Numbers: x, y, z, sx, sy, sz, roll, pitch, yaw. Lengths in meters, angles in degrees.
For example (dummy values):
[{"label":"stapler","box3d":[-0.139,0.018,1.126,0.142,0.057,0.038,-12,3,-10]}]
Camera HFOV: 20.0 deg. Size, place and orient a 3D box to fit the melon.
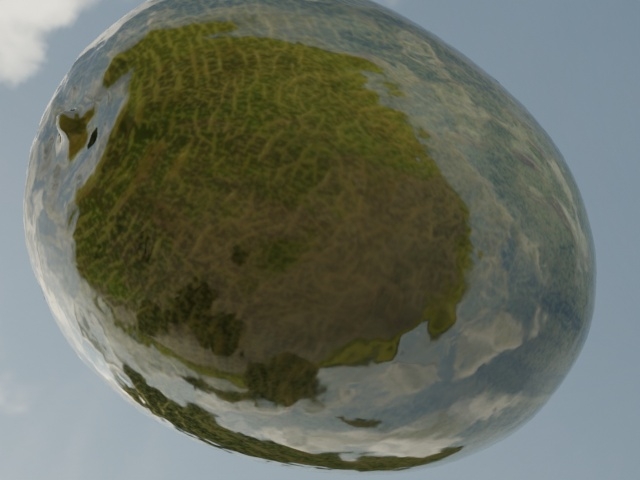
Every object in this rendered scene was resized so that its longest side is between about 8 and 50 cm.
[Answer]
[{"label":"melon","box3d":[0.000,0.000,0.962,0.329,0.248,0.249,25,-89,-29]}]
